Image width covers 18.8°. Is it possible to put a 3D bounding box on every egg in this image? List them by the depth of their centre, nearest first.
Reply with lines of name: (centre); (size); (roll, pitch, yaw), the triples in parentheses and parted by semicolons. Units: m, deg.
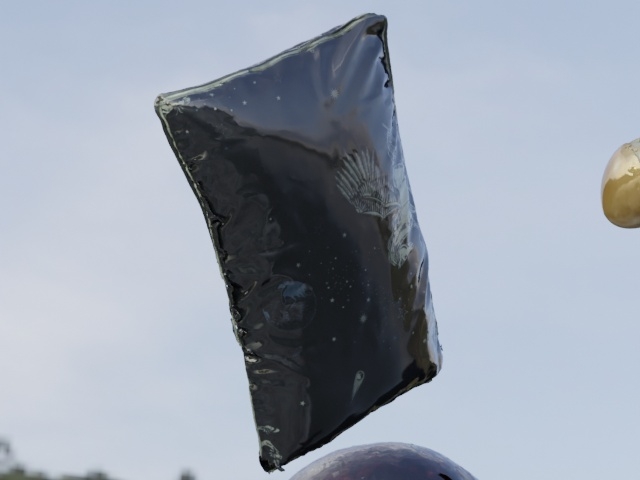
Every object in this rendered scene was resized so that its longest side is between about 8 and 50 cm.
egg: (0.286, -0.049, 1.726); (0.071, 0.083, 0.071); (25, 3, -1)

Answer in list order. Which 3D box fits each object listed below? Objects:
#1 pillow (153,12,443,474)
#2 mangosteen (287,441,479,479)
pillow: (0.000, 0.000, 1.006); (0.141, 0.208, 0.055); (-25, 20, -30)
mangosteen: (0.050, 0.275, 1.672); (0.231, 0.231, 0.289); (8, 9, -8)
